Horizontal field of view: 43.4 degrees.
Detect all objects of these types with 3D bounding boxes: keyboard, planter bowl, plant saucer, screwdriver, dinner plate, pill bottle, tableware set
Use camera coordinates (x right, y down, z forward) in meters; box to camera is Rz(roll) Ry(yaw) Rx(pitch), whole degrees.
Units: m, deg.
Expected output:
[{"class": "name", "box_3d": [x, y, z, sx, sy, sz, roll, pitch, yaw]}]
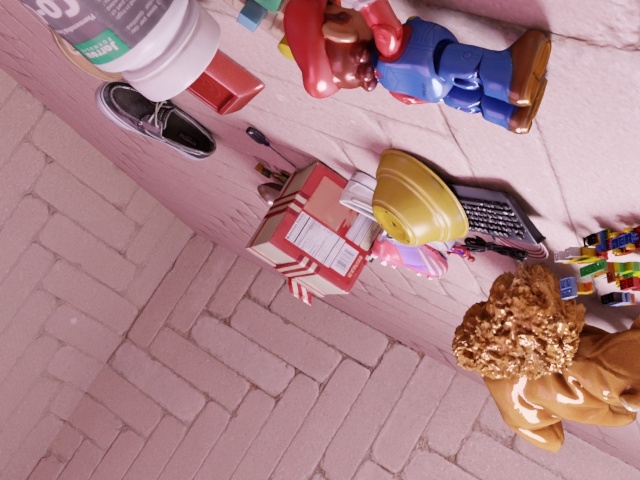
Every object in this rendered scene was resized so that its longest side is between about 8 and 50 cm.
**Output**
[{"class": "keyboard", "box_3d": [0.281, -0.029, 1.447, 0.201, 0.033, 0.317, 45, 168, -24]}, {"class": "planter bowl", "box_3d": [0.159, -0.055, 1.473, 0.217, 0.090, 0.217, 42, 166, 13]}, {"class": "plant saucer", "box_3d": [-0.091, -0.103, 2.135, 0.168, 0.029, 0.168, 33, 164, 11]}, {"class": "screwdriver", "box_3d": [-0.112, -0.215, 1.876, 0.170, 0.024, 0.025, 34, -159, -44]}, {"class": "dinner plate", "box_3d": [0.349, -0.010, 1.453, 0.141, 0.017, 0.141, 31, 169, 7]}, {"class": "plant saucer", "box_3d": [-0.252, -0.344, 1.613, 0.259, 0.048, 0.258, 35, 169, -13]}, {"class": "pill bottle", "box_3d": [-0.330, -0.388, 1.214, 0.204, 0.204, 0.361, 20, 164, 49]}, {"class": "tableware set", "box_3d": [-0.109, -0.161, 2.081, 0.154, 0.024, 0.104, 27, 169, 24]}]

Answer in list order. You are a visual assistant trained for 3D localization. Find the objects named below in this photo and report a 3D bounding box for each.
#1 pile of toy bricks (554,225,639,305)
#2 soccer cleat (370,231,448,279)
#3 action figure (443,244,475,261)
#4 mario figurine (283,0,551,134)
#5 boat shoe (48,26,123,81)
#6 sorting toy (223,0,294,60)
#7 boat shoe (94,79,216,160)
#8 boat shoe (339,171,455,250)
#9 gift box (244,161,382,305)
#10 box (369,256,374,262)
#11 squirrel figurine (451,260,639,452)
[{"class": "pile of toy bricks", "box_3d": [0.454, 0.044, 1.211, 0.105, 0.118, 0.212, 2, 167, -16]}, {"class": "soccer cleat", "box_3d": [0.216, 0.024, 1.814, 0.248, 0.095, 0.083, 14, -161, -41]}, {"class": "action figure", "box_3d": [0.282, 0.015, 1.737, 0.115, 0.030, 0.038, 28, 163, 16]}, {"class": "mario figurine", "box_3d": [0.109, -0.242, 0.942, 0.320, 0.170, 0.198, 19, 129, 17]}, {"class": "boat shoe", "box_3d": [-0.490, -0.441, 1.661, 0.110, 0.121, 0.341, 26, 166, 34]}, {"class": "sorting toy", "box_3d": [-0.059, -0.319, 1.161, 0.348, 0.047, 0.196, 34, 169, -7]}, {"class": "boat shoe", "box_3d": [-0.408, -0.317, 2.066, 0.335, 0.121, 0.119, 26, 166, -26]}, {"class": "boat shoe", "box_3d": [0.157, -0.040, 1.686, 0.258, 0.084, 0.095, 33, 170, 2]}, {"class": "gift box", "box_3d": [0.000, 0.000, 1.878, 0.276, 0.255, 0.258, 39, 166, -12]}, {"class": "box", "box_3d": [0.111, 0.009, 2.101, 0.052, 0.062, 0.083, 20, 164, 46]}, {"class": "squirrel figurine", "box_3d": [0.461, 0.220, 1.505, 0.397, 0.281, 0.370, 32, 163, -17]}]
